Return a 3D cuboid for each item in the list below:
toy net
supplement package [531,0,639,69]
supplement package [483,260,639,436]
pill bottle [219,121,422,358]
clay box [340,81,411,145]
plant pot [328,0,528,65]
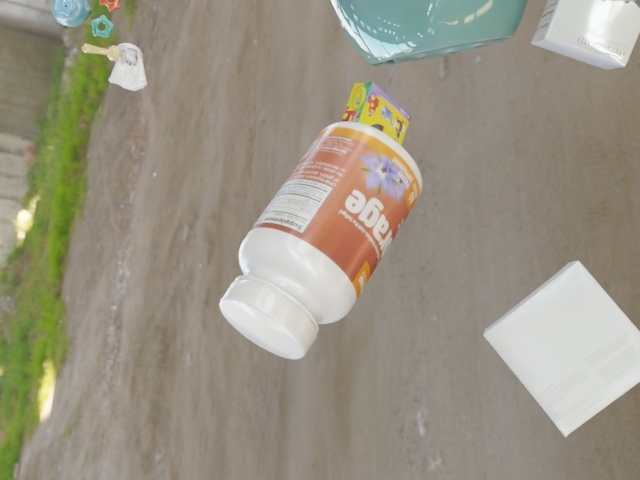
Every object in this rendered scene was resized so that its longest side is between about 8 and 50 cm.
[{"bbox_3d":[-0.393,-0.387,1.510,0.122,0.232,0.045,-39,10,2],"label":"toy net"},{"bbox_3d":[0.342,-0.308,0.972,0.105,0.105,0.179,-61,-10,-79],"label":"supplement package"},{"bbox_3d":[0.406,0.171,1.325,0.194,0.203,0.149,-39,-10,8],"label":"supplement package"},{"bbox_3d":[0.000,0.000,0.773,0.216,0.121,0.121,-57,13,-25],"label":"pill bottle"},{"bbox_3d":[0.082,-0.160,1.473,0.053,0.127,0.222,3,70,44],"label":"clay box"},{"bbox_3d":[0.131,-0.348,1.005,0.293,0.293,0.235,-168,66,-67],"label":"plant pot"}]
